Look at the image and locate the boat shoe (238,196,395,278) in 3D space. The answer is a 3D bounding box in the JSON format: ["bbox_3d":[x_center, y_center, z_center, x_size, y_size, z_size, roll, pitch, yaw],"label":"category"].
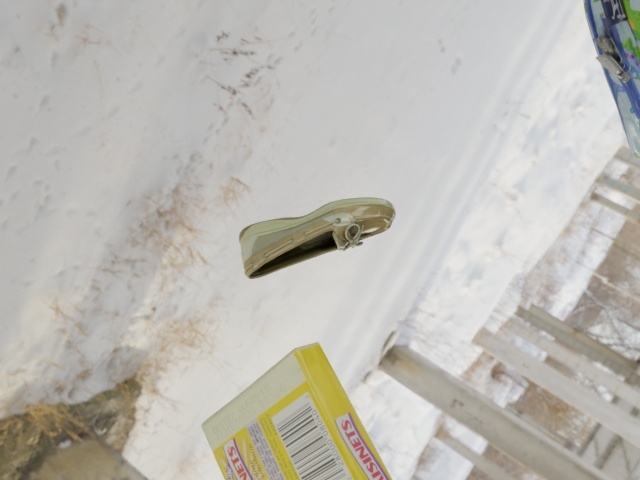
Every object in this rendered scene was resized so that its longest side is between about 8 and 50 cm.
[{"bbox_3d":[-0.001,-0.001,0.608,0.153,0.048,0.056,-11,150,-1],"label":"boat shoe"}]

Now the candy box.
[{"bbox_3d":[0.011,0.168,0.339,0.027,0.205,0.105,-9,153,-46],"label":"candy box"}]

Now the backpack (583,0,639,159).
[{"bbox_3d":[0.426,-0.247,0.685,0.290,0.355,0.273,-39,-176,-39],"label":"backpack"}]
